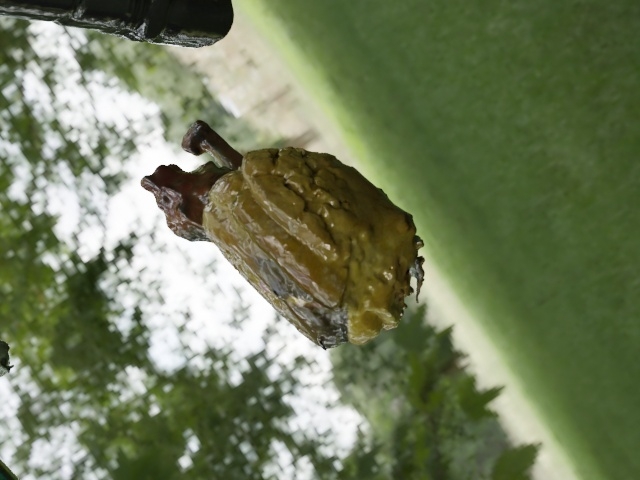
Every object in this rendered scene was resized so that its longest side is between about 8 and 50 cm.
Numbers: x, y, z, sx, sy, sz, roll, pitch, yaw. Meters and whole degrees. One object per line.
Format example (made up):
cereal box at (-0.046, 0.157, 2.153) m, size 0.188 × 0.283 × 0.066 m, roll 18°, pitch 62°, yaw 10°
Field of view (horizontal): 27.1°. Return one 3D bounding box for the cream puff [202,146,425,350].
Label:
cream puff at (0.000, 0.000, 1.065) m, size 0.189 × 0.129 × 0.189 m, roll 42°, pitch 174°, yaw 5°

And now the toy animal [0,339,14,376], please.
toy animal at (-0.471, 0.185, 1.611) m, size 0.121 × 0.225 × 0.093 m, roll -31°, pitch 85°, yaw 51°

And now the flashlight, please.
flashlight at (-0.255, -0.248, 1.259) m, size 0.424 × 0.103 × 0.103 m, roll -1°, pitch -129°, yaw -49°

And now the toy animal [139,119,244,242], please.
toy animal at (-0.054, -0.015, 1.330) m, size 0.312 × 0.097 × 0.157 m, roll 27°, pitch -157°, yaw -32°

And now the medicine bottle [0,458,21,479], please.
medicine bottle at (-0.305, 0.326, 1.358) m, size 0.219 × 0.078 × 0.115 m, roll 45°, pitch -156°, yaw 8°
